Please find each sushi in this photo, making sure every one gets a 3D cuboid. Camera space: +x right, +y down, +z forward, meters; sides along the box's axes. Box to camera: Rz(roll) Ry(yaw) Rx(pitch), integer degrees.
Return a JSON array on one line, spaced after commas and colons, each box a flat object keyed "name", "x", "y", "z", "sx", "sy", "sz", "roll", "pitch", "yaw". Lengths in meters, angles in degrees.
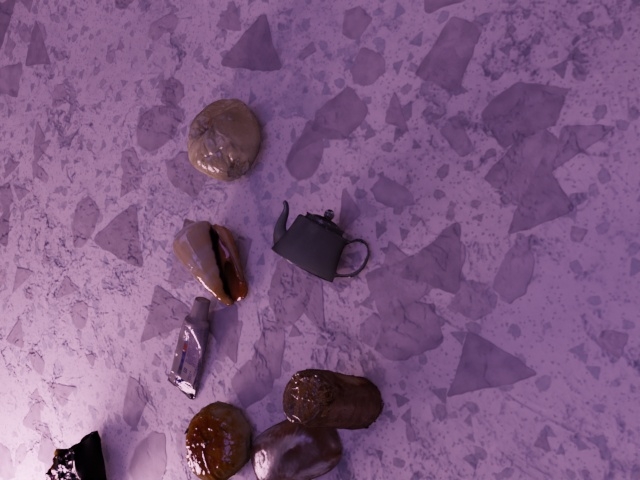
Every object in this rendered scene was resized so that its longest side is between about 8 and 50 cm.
[{"name": "sushi", "x": -0.722, "y": 0.682, "z": 2.012, "sx": 0.150, "sy": 0.153, "sz": 0.172, "roll": -17, "pitch": 96, "yaw": 12}]

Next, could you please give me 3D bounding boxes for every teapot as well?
[{"name": "teapot", "x": 0.000, "y": 0.000, "z": 1.596, "sx": 0.239, "sy": 0.162, "sz": 0.149, "roll": 29, "pitch": 90, "yaw": 8}]

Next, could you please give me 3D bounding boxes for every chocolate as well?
[{"name": "chocolate", "x": -0.076, "y": 0.502, "z": 1.629, "sx": 0.254, "sy": 0.080, "sz": 0.157, "roll": -35, "pitch": 67, "yaw": 27}]

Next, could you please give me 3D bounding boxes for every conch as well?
[{"name": "conch", "x": -0.284, "y": 0.049, "z": 1.809, "sx": 0.158, "sy": 0.127, "sz": 0.255, "roll": -27, "pitch": 93, "yaw": -1}]

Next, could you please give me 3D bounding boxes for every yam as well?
[{"name": "yam", "x": 0.023, "y": 0.347, "z": 1.490, "sx": 0.128, "sy": 0.238, "sz": 0.129, "roll": 33, "pitch": 97, "yaw": 38}]

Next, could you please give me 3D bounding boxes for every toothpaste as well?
[{"name": "toothpaste", "x": -0.345, "y": 0.284, "z": 1.852, "sx": 0.099, "sy": 0.068, "sz": 0.283, "roll": -133, "pitch": 55, "yaw": -60}]

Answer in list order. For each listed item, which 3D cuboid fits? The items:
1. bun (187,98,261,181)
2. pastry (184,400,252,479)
[{"name": "bun", "x": -0.259, "y": -0.268, "z": 1.791, "sx": 0.220, "sy": 0.134, "sz": 0.221, "roll": -7, "pitch": 78, "yaw": 34}, {"name": "pastry", "x": -0.263, "y": 0.511, "z": 1.749, "sx": 0.192, "sy": 0.093, "sz": 0.182, "roll": -48, "pitch": 60, "yaw": 23}]
